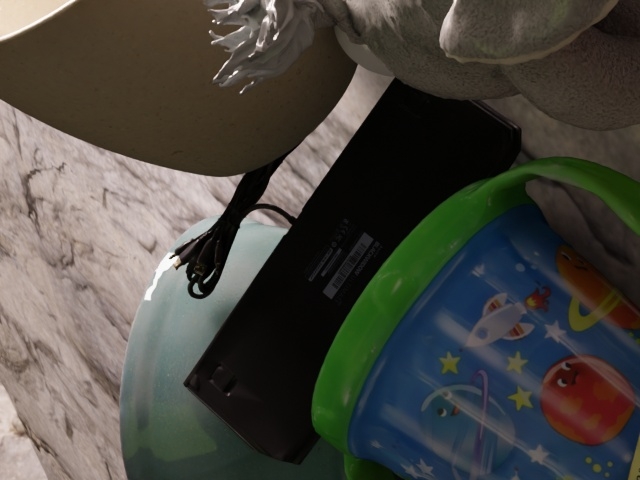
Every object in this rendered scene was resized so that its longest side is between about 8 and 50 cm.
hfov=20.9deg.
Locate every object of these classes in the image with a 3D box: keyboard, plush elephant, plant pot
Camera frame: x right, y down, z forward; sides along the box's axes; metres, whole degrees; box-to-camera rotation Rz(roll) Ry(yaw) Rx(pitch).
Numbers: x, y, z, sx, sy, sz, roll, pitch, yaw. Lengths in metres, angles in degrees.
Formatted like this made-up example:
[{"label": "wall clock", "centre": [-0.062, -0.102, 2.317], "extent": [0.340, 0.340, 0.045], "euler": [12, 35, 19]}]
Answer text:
[{"label": "keyboard", "centre": [0.000, 0.000, 1.332], "extent": [0.201, 0.317, 0.033], "euler": [39, -173, 29]}, {"label": "plush elephant", "centre": [0.108, -0.192, 0.885], "extent": [0.271, 0.330, 0.255], "euler": [65, 159, 10]}, {"label": "plant pot", "centre": [-0.010, 0.131, 1.480], "extent": [0.196, 0.293, 0.293], "euler": [6, 124, 28]}]

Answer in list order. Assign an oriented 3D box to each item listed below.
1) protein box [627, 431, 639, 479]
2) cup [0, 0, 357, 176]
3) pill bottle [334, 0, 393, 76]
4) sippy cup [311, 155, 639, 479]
[{"label": "protein box", "centre": [0.293, 0.214, 1.054], "extent": [0.201, 0.136, 0.199], "euler": [13, 89, 56]}, {"label": "cup", "centre": [-0.102, -0.186, 1.317], "extent": [0.237, 0.331, 0.331], "euler": [47, 162, -31]}, {"label": "pill bottle", "centre": [0.069, -0.198, 1.177], "extent": [0.112, 0.112, 0.186], "euler": [52, 151, 18]}, {"label": "sippy cup", "centre": [0.150, 0.110, 1.226], "extent": [0.224, 0.240, 0.305], "euler": [37, 155, 21]}]
